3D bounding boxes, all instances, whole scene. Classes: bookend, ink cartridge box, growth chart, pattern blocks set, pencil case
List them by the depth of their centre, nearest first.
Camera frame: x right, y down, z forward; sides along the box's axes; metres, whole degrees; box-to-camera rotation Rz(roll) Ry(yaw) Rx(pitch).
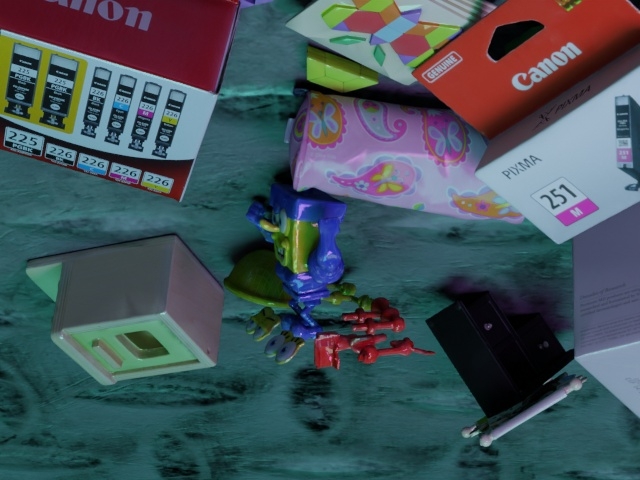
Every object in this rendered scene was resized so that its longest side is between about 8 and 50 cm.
[{"bbox_3d":[0.245,-0.132,1.496,0.239,0.060,0.275,37,144,-15],"label":"ink cartridge box"},{"bbox_3d":[-0.250,-0.198,1.503,0.309,0.130,0.272,16,147,-7],"label":"ink cartridge box"},{"bbox_3d":[0.073,-0.223,1.531,0.325,0.026,0.285,13,152,-18],"label":"pattern blocks set"},{"bbox_3d":[0.101,-0.093,1.679,0.284,0.124,0.124,8,147,-5],"label":"pencil case"},{"bbox_3d":[0.270,0.221,1.998,0.172,0.021,0.237,-33,177,-1],"label":"growth chart"},{"bbox_3d":[0.249,0.132,2.035,0.157,0.156,0.072,-29,175,-44],"label":"bookend"}]

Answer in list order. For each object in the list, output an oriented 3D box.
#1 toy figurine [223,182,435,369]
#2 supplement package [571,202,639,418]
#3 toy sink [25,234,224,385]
[{"bbox_3d":[0.000,0.000,1.828,0.191,0.217,0.362,-3,-166,-16],"label":"toy figurine"},{"bbox_3d":[0.391,0.020,1.656,0.175,0.293,0.177,-18,141,31],"label":"supplement package"},{"bbox_3d":[-0.268,0.101,2.001,0.234,0.131,0.153,-9,145,20],"label":"toy sink"}]
